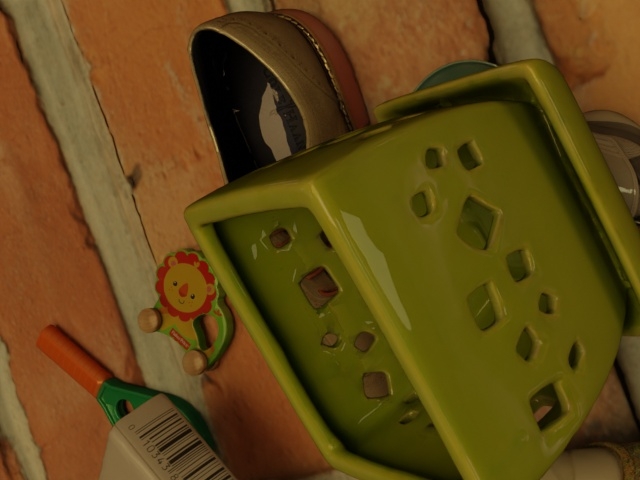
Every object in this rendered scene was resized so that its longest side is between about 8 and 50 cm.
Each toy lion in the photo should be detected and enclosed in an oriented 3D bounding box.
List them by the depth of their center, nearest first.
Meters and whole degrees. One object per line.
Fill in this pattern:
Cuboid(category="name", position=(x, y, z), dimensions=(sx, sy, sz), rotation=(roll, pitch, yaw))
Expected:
Cuboid(category="toy lion", position=(-0.119, 0.061, 1.028), dimensions=(0.100, 0.034, 0.096), rotation=(41, 108, 18))

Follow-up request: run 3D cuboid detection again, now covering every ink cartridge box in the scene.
Cuboid(category="ink cartridge box", position=(-0.086, 0.342, 1.001), dimensions=(0.324, 0.071, 0.330), rotation=(45, 146, 16))

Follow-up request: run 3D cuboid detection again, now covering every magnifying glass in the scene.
Cuboid(category="magnifying glass", position=(-0.197, 0.161, 1.093), dimensions=(0.231, 0.026, 0.092), rotation=(35, 114, 19))

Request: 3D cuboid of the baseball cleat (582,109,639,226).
Cuboid(category="baseball cleat", position=(0.243, -0.018, 0.754), dimensions=(0.206, 0.109, 0.072), rotation=(33, 126, 27))

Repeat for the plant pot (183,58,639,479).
Cuboid(category="plant pot", position=(0.076, 0.016, 0.720), dimensions=(0.227, 0.207, 0.228), rotation=(60, 156, -11))

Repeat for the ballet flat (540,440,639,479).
Cuboid(category="ballet flat", position=(0.141, 0.223, 0.838), dimensions=(0.348, 0.123, 0.123), rotation=(-31, 82, 33))

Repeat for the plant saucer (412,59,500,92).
Cuboid(category="plant saucer", position=(0.121, -0.082, 0.866), dimensions=(0.119, 0.021, 0.119), rotation=(6, 101, 29))

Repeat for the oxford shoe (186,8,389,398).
Cuboid(category="oxford shoe", position=(0.000, 0.000, 0.876), dimensions=(0.140, 0.146, 0.397), rotation=(-32, 83, 28))
